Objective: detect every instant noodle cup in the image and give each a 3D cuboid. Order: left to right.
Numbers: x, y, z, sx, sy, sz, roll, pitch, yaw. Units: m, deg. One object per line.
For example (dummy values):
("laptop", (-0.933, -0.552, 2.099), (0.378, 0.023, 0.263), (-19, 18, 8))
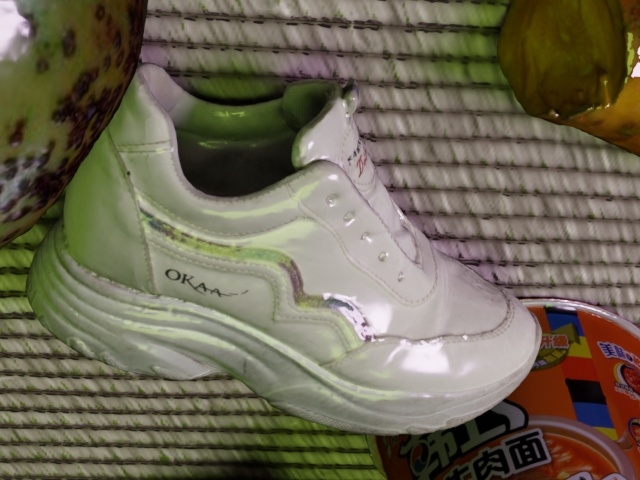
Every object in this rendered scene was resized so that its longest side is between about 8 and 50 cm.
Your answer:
("instant noodle cup", (0.166, 0.198, 0.795), (0.250, 0.192, 0.250), (-2, 127, -3))

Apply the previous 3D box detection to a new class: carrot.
("carrot", (0.261, -0.082, 0.649), (0.301, 0.114, 0.114), (16, 124, -16))

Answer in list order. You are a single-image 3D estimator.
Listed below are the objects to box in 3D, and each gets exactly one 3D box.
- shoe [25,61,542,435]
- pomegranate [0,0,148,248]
("shoe", (0.000, 0.000, 0.667), (0.341, 0.132, 0.211), (14, 127, -11))
("pomegranate", (-0.238, -0.104, 0.513), (0.285, 0.285, 0.340), (27, 153, -23))
